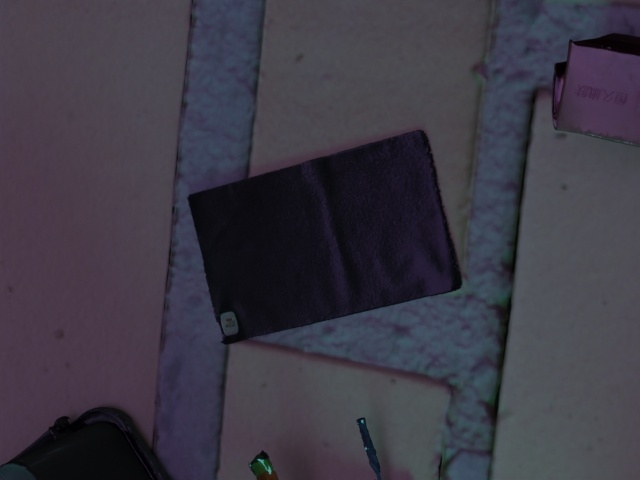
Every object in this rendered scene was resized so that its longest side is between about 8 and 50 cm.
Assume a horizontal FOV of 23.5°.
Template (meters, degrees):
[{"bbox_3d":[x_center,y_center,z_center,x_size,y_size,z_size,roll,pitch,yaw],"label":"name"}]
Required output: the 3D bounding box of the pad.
[{"bbox_3d":[0.000,0.000,1.098,0.193,0.004,0.116,-15,88,23],"label":"pad"}]

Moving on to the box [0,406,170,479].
[{"bbox_3d":[-0.175,0.256,1.118,0.163,0.135,0.243,-38,79,19],"label":"box"}]

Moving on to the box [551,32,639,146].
[{"bbox_3d":[0.227,-0.086,0.942,0.156,0.111,0.060,16,107,22],"label":"box"}]

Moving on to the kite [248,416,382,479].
[{"bbox_3d":[-0.013,0.219,1.084,0.182,0.010,0.160,-23,104,1],"label":"kite"}]
